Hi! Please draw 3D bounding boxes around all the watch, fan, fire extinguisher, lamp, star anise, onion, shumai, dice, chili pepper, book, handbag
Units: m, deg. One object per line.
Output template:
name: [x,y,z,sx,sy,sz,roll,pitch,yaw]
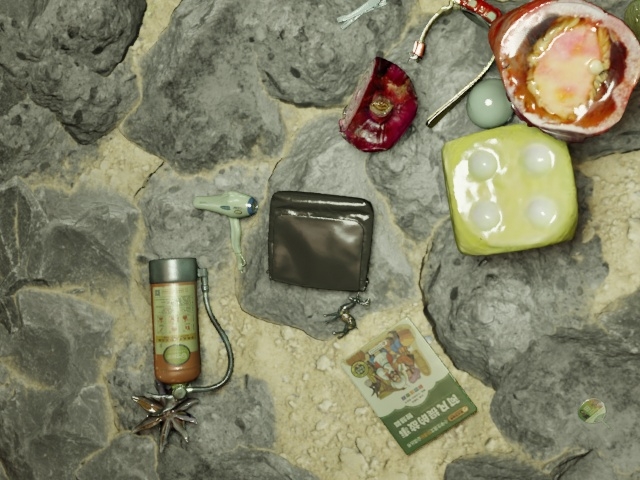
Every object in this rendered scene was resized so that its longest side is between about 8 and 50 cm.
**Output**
watch: [0.276,-0.393,1.248,0.165,0.102,0.268,44,108,4]
fan: [0.599,0.385,1.273,0.060,0.003,0.080,-17,90,14]
fire extinguisher: [-0.320,0.229,1.410,0.200,0.113,0.376,-2,88,1]
lamp: [0.361,-0.288,1.226,0.105,0.105,0.105,1,95,13]
star anise: [-0.396,0.434,1.474,0.180,0.061,0.205,-3,93,-8]
onion: [0.132,-0.277,1.223,0.140,0.218,0.195,31,96,-11]
shumai: [0.669,-0.431,1.156,0.087,0.099,0.124,-25,122,-11]
dice: [0.376,-0.101,1.176,0.233,0.227,0.238,-10,91,12]
chili pepper: [0.431,-0.336,1.093,0.251,0.305,0.229,18,113,-4]
book: [0.202,0.338,1.351,0.202,0.027,0.264,-37,85,13]
handbag: [0.000,0.000,1.351,0.246,0.080,0.223,6,103,10]

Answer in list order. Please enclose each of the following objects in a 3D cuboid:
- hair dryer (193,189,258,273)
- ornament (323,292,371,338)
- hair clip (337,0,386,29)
hair dryer: [-0.241,-0.034,1.426,0.167,0.067,0.199,20,113,20]
ornament: [0.071,0.174,1.369,0.125,0.028,0.073,-36,85,15]
hair clip: [0.091,-0.519,1.305,0.115,0.039,0.030,-28,82,16]
